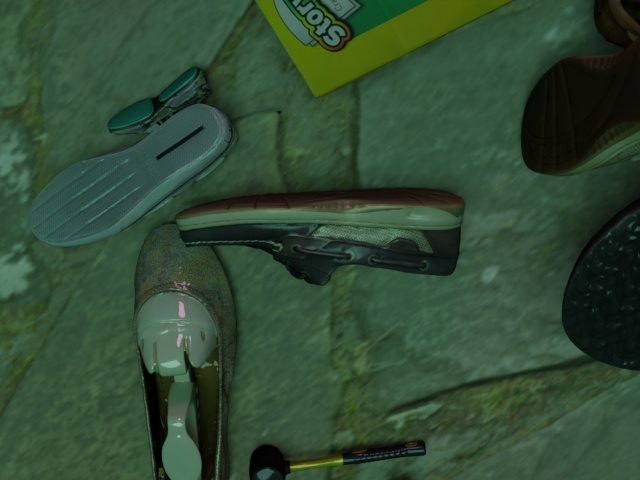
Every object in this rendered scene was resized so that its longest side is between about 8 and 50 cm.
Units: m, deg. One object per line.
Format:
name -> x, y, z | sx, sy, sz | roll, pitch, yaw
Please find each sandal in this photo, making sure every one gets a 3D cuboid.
sandal -> 0.397, -0.049, 1.079 | 0.167, 0.107, 0.446 | 42, 112, -5

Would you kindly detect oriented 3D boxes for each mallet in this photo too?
mallet -> 0.016, 0.235, 1.302 | 0.189, 0.062, 0.039 | -6, 105, 7

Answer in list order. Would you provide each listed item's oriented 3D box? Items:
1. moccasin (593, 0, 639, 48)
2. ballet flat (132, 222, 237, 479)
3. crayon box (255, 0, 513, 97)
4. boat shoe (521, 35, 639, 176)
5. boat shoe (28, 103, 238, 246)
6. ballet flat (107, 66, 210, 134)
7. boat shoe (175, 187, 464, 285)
moccasin -> 0.439, -0.187, 1.105 | 0.380, 0.147, 0.139 | 18, 106, 0
ballet flat -> -0.138, 0.143, 1.269 | 0.107, 0.106, 0.316 | -4, 104, 6
crayon box -> 0.043, -0.349, 1.062 | 0.313, 0.106, 0.363 | -24, 117, 18
boat shoe -> 0.281, -0.119, 1.090 | 0.098, 0.302, 0.109 | 6, 77, -22
boat shoe -> -0.178, -0.054, 1.234 | 0.226, 0.076, 0.083 | -25, 75, 11
ballet flat -> -0.157, -0.129, 1.235 | 0.114, 0.041, 0.041 | -30, 100, 13
boat shoe -> 0.000, 0.000, 1.222 | 0.285, 0.103, 0.092 | -2, 100, 0
